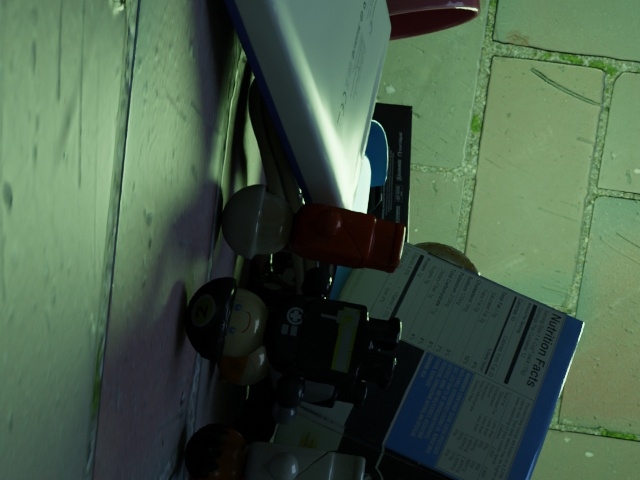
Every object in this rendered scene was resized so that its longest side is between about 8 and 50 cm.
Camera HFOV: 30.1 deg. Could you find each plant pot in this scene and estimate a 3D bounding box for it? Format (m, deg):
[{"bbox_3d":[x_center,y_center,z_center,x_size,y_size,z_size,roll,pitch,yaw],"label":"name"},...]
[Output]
[{"bbox_3d":[0.077,-0.338,1.396,0.201,0.201,0.180,-30,112,-86],"label":"plant pot"}]

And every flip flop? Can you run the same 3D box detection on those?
[{"bbox_3d":[-0.037,-0.025,1.071,0.112,0.080,0.277,-71,154,-52],"label":"flip flop"}]

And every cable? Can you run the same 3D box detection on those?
[{"bbox_3d":[-0.062,0.169,1.272,0.150,0.047,0.184,-65,162,-80],"label":"cable"}]

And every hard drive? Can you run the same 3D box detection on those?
[{"bbox_3d":[-0.003,-0.181,0.880,0.318,0.040,0.210,68,31,-60],"label":"hard drive"}]

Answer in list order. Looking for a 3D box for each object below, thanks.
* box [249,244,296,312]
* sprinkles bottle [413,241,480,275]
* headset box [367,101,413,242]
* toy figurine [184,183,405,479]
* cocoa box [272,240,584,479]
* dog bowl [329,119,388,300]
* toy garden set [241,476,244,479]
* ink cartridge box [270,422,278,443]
[{"bbox_3d":[-0.043,0.026,1.220,0.062,0.052,0.083,-76,174,-69],"label":"box"},{"bbox_3d":[0.113,0.096,1.494,0.355,0.121,0.121,108,-9,-77],"label":"sprinkles bottle"},{"bbox_3d":[0.048,-0.050,1.616,0.293,0.110,0.218,120,-26,-73],"label":"headset box"},{"bbox_3d":[-0.026,0.083,0.911,0.213,0.148,0.209,-82,-177,-56],"label":"toy figurine"},{"bbox_3d":[0.086,0.207,1.209,0.347,0.228,0.231,105,11,-53],"label":"cocoa box"},{"bbox_3d":[0.000,0.000,1.347,0.166,0.074,0.297,-32,133,-57],"label":"dog bowl"},{"bbox_3d":[-0.095,0.297,1.009,0.204,0.049,0.244,95,5,-68],"label":"toy garden set"},{"bbox_3d":[0.014,0.306,1.514,0.117,0.207,0.283,92,6,-51],"label":"ink cartridge box"}]
